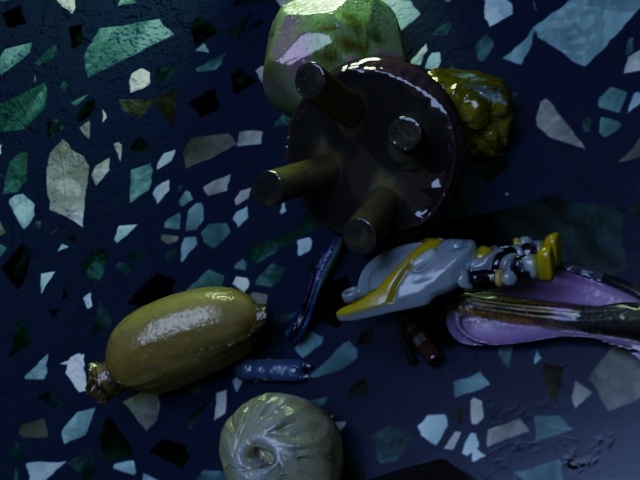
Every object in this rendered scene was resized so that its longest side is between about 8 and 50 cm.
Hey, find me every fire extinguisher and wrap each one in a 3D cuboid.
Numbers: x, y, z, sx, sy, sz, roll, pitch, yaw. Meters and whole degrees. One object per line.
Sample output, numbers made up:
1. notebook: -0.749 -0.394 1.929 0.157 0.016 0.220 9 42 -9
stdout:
1. fire extinguisher: 0.131 0.140 1.624 0.100 0.032 0.046 57 137 38

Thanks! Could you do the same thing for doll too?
1. doll: 0.167 0.048 1.565 0.316 0.103 0.145 -10 41 26
2. doll: -0.071 0.191 1.708 0.125 0.027 0.037 -1 67 25

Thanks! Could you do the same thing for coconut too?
1. coconut: 0.016 -0.269 1.780 0.204 0.236 0.236 -39 44 51

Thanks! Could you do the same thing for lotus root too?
1. lotus root: -0.215 0.146 1.734 0.303 0.146 0.131 -23 63 13

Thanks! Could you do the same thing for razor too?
1. razor: 0.012 0.003 1.741 0.056 0.093 0.324 16 76 -3

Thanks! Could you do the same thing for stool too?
1. stool: 0.051 -0.116 1.591 0.272 0.178 0.272 4 99 24

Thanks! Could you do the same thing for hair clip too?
1. hair clip: 0.322 0.089 1.523 0.358 0.095 0.110 5 104 40

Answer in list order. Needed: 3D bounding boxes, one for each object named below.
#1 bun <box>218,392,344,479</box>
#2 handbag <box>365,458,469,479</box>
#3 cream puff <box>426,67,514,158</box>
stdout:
1. bun: -0.063 0.304 1.585 0.178 0.128 0.193 -7 65 25
2. handbag: 0.026 0.362 1.433 0.332 0.191 0.075 -22 98 -8
3. cream puff: 0.211 -0.184 1.684 0.146 0.146 0.116 22 119 35
